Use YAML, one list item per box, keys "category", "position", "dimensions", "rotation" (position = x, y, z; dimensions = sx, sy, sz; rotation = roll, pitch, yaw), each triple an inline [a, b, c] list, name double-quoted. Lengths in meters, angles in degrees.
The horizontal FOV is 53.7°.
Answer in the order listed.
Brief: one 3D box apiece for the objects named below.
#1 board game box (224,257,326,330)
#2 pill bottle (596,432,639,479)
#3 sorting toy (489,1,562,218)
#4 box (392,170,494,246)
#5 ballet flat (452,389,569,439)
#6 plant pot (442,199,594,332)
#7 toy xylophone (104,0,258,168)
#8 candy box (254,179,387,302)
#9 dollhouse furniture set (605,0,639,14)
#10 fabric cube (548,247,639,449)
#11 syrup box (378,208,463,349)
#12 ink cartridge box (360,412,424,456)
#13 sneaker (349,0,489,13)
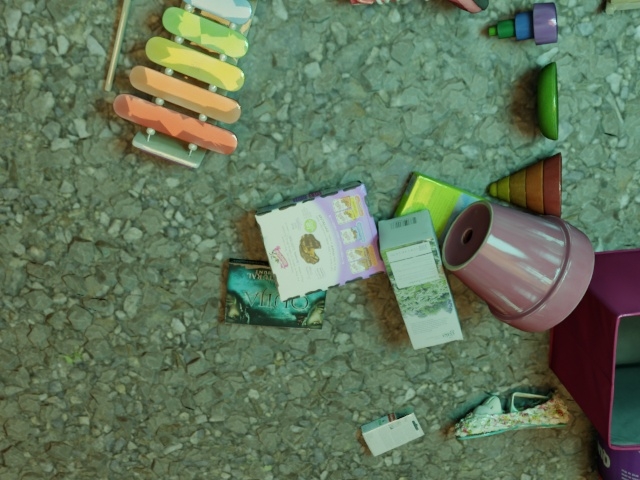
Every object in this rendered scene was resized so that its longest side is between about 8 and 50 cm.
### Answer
- category: "board game box"
  position: [-0.083, 0.102, 1.186]
  dimensions: [0.186, 0.026, 0.126]
  rotation: [5, 109, -4]
- category: "pill bottle"
  position: [0.647, 0.433, 1.256]
  dimensions: [0.181, 0.181, 0.323]
  rotation: [-7, 109, 0]
- category: "sorting toy"
  position: [0.340, -0.205, 1.072]
  dimensions: [0.126, 0.127, 0.365]
  rotation: [-1, 113, 23]
- category: "box"
  position: [0.230, -0.043, 1.141]
  dimensions: [0.178, 0.042, 0.109]
  rotation: [20, 108, -11]
- category: "ballet flat"
  position: [0.380, 0.348, 1.278]
  dimensions: [0.241, 0.091, 0.077]
  rotation: [-6, 79, -5]
- category: "plant pot"
  position: [0.311, 0.029, 1.050]
  dimensions: [0.180, 0.201, 0.201]
  rotation: [26, 106, -18]
- category: "toy xylophone"
  position: [-0.227, -0.286, 1.014]
  dimensions: [0.236, 0.081, 0.323]
  rotation: [12, 108, -6]
- category: "candy box"
  position: [0.000, 0.000, 1.116]
  dimensions: [0.196, 0.070, 0.165]
  rotation: [-16, 102, -2]
- category: "dollhouse furniture set"
  position: [0.568, -0.453, 1.009]
  dimensions: [0.355, 0.174, 0.303]
  rotation: [4, 139, 24]
- category: "fabric cube"
  position: [0.580, 0.178, 1.124]
  dimensions: [0.254, 0.258, 0.259]
  rotation: [-6, 109, -2]
- category: "syrup box"
  position: [0.179, 0.074, 1.126]
  dimensions: [0.093, 0.096, 0.237]
  rotation: [-15, 122, 12]
- category: "ink cartridge box"
  position: [0.147, 0.391, 1.298]
  dimensions: [0.115, 0.029, 0.063]
  rotation: [-25, 108, 5]
- category: "sneaker"
  position: [0.108, -0.416, 0.984]
  dimensions: [0.314, 0.116, 0.136]
  rotation: [28, 116, -5]
